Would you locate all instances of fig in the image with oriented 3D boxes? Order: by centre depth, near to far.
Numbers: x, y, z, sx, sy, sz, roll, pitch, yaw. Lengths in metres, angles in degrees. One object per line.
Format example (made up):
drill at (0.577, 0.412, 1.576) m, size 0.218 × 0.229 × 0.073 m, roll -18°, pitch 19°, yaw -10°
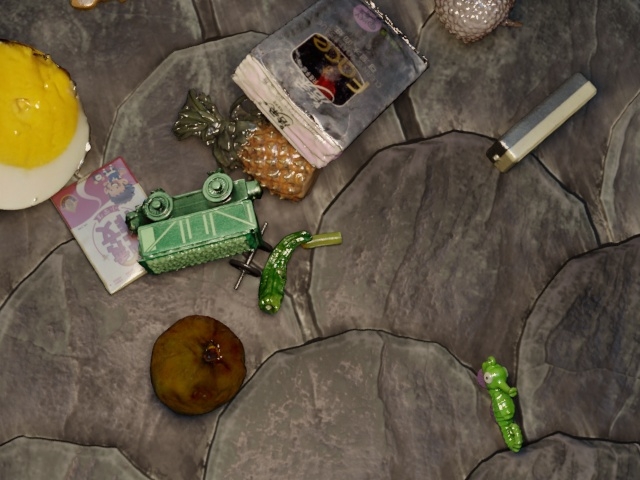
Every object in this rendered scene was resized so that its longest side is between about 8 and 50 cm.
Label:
fig at (-0.200, 0.236, 1.648) m, size 0.190 × 0.290 × 0.191 m, roll 0°, pitch 91°, yaw -31°

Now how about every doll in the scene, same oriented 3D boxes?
doll at (0.359, 0.321, 1.782) m, size 0.050 × 0.115 × 0.190 m, roll -13°, pitch 85°, yaw -11°

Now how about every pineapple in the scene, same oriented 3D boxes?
pineapple at (-0.142, -0.202, 1.794) m, size 0.310 × 0.141 × 0.170 m, roll 27°, pitch 102°, yaw 5°

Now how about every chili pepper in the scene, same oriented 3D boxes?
chili pepper at (-0.078, 0.061, 1.791) m, size 0.050 × 0.073 × 0.182 m, roll 31°, pitch 71°, yaw -26°

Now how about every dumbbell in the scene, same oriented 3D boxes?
dumbbell at (-0.137, 0.030, 1.786) m, size 0.069 × 0.069 × 0.147 m, roll 25°, pitch 78°, yaw -3°

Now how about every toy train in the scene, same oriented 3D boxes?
toy train at (-0.233, -0.035, 1.730) m, size 0.269 × 0.115 × 0.154 m, roll -14°, pitch 73°, yaw -1°

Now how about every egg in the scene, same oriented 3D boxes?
egg at (-0.617, -0.216, 1.690) m, size 0.337 × 0.201 × 0.337 m, roll -8°, pitch 101°, yaw -45°

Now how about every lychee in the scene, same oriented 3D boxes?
lychee at (0.332, -0.491, 1.893) m, size 0.197 × 0.165 × 0.165 m, roll 38°, pitch 78°, yaw -7°

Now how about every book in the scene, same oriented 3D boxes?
book at (-0.404, -0.031, 1.784) m, size 0.162 × 0.022 × 0.232 m, roll -32°, pitch 85°, yaw -12°

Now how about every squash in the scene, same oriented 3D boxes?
squash at (0.000, 0.000, 1.831) m, size 0.083 × 0.027 × 0.027 m, roll -7°, pitch 82°, yaw -8°

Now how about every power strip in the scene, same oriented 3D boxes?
power strip at (0.459, -0.242, 1.895) m, size 0.256 × 0.105 × 0.070 m, roll -39°, pitch 83°, yaw -11°

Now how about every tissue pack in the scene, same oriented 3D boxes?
tissue pack at (0.025, -0.329, 1.773) m, size 0.259 × 0.122 × 0.361 m, roll 46°, pitch 49°, yaw -2°

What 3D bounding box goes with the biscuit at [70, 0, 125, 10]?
biscuit at (-0.467, -0.590, 1.862) m, size 0.212 × 0.041 × 0.239 m, roll -42°, pitch 89°, yaw -10°
